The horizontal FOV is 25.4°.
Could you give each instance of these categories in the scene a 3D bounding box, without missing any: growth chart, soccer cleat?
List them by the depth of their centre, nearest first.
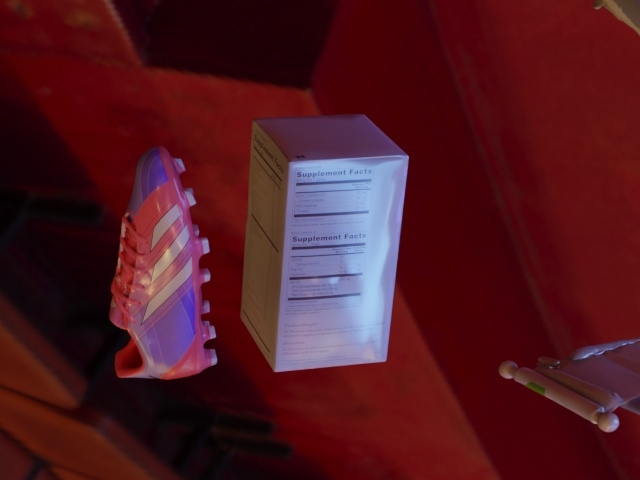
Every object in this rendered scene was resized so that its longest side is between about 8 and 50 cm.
[{"bbox_3d":[0.286,0.106,1.142,0.237,0.021,0.172,-9,-163,-19],"label":"growth chart"},{"bbox_3d":[-0.144,0.029,1.219,0.095,0.083,0.248,-12,134,-9],"label":"soccer cleat"}]

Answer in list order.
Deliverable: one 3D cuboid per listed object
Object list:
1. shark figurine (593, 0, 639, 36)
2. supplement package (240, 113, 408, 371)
[{"bbox_3d":[0.289,-0.243,1.241,0.166,0.278,0.116,13,127,-31],"label":"shark figurine"},{"bbox_3d":[0.000,0.000,1.537,0.134,0.139,0.244,-4,116,-19],"label":"supplement package"}]
